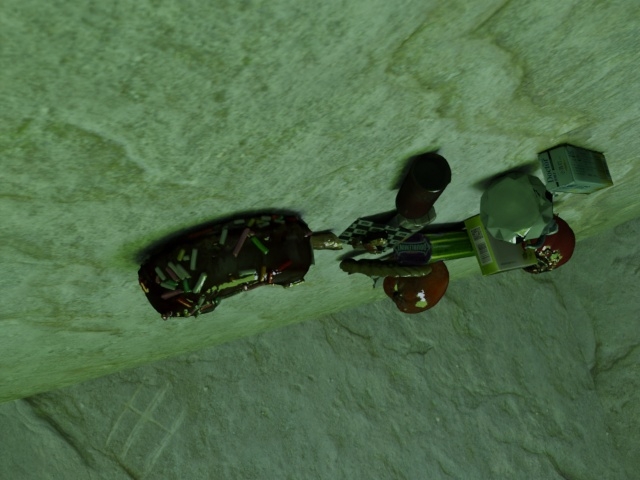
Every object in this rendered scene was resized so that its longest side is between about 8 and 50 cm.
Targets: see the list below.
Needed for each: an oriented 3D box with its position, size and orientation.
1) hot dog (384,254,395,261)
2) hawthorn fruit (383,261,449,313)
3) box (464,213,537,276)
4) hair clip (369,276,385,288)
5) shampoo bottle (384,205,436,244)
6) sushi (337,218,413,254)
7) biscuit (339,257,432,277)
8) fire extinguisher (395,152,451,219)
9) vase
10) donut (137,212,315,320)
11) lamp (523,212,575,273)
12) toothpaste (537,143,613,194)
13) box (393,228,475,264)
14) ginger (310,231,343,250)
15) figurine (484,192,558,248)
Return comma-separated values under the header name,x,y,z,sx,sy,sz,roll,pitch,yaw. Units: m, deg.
name,x,y,z,sx,sy,sz,roll,pitch,yaw
hot dog,0.273,0.060,2.195,0.236,0.062,0.092,-27,166,34
hawthorn fruit,0.350,0.129,2.357,0.262,0.210,0.210,-35,-178,-35
box,0.548,0.006,2.041,0.260,0.175,0.062,-5,164,-47
hair clip,0.247,0.125,2.533,0.140,0.054,0.220,-9,165,-18
shampoo bottle,0.193,-0.030,1.621,0.086,0.055,0.227,-10,168,-20
sushi,0.121,0.004,1.603,0.139,0.031,0.201,12,162,-11
biscuit,0.196,0.081,1.958,0.274,0.036,0.187,2,-173,-5
fire extinguisher,0.190,-0.095,1.269,0.089,0.072,0.267,-52,174,-10
vase,0.480,-0.071,1.637,0.165,0.165,0.360,-20,173,18
donut,-0.182,0.053,1.269,0.345,0.136,0.259,-21,172,11
lamp,0.713,0.009,2.209,0.227,0.226,0.227,-16,169,-3
toothpaste,0.576,-0.154,1.509,0.071,0.089,0.313,-18,171,36
box,0.368,0.012,2.000,0.134,0.097,0.346,-6,180,43
ginger,-0.003,0.002,1.530,0.137,0.044,0.057,1,-170,-41
figurine,0.598,-0.050,1.952,0.193,0.140,0.265,-3,154,32
